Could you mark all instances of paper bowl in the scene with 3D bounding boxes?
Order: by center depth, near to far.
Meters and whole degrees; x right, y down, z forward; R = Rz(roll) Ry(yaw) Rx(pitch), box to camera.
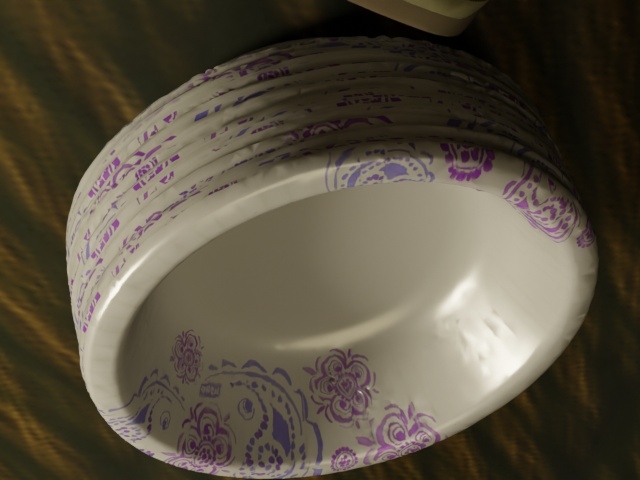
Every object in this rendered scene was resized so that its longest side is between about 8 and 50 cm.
[{"bbox_3d":[0.000,0.000,0.799,0.284,0.148,0.284,-9,142,-7],"label":"paper bowl"}]

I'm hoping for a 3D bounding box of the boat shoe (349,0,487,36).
[{"bbox_3d":[-0.021,-0.184,0.608,0.307,0.111,0.104,8,134,-42],"label":"boat shoe"}]
